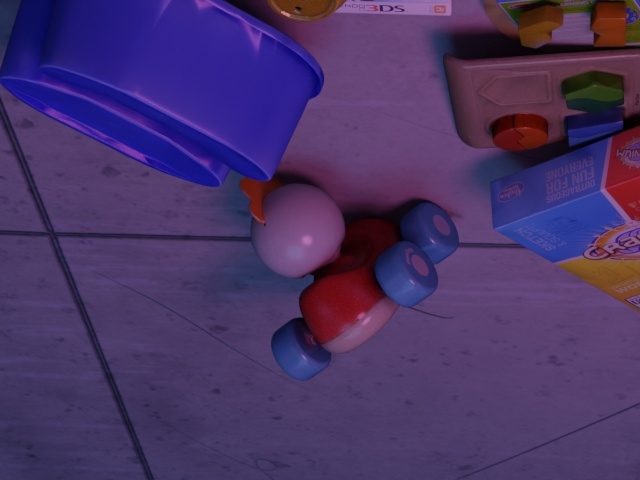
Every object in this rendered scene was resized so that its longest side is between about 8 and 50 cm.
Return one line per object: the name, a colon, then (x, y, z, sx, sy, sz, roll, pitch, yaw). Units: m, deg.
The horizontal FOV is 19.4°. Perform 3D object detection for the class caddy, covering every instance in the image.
caddy: (-0.160, -0.192, 1.931, 0.341, 0.179, 0.241, 27, 164, -28)

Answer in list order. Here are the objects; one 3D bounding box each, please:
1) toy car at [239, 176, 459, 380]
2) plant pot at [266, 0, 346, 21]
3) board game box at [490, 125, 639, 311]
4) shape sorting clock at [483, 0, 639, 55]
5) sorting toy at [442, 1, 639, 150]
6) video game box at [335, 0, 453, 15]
toy car: (0.000, 0.000, 2.243, 0.219, 0.210, 0.238, -36, 100, 31)
plant pot: (-0.013, -0.264, 1.773, 0.134, 0.095, 0.134, 6, 147, 4)
board game box: (0.384, -0.022, 2.159, 0.242, 0.064, 0.316, -21, 147, 36)
shape sorting clock: (0.268, -0.236, 1.898, 0.206, 0.040, 0.206, 8, 161, 3)
sorting toy: (0.245, -0.160, 1.975, 0.229, 0.041, 0.307, 1, 159, 10)
video game box: (0.036, -0.301, 1.840, 0.187, 0.048, 0.205, 0, 147, 6)
